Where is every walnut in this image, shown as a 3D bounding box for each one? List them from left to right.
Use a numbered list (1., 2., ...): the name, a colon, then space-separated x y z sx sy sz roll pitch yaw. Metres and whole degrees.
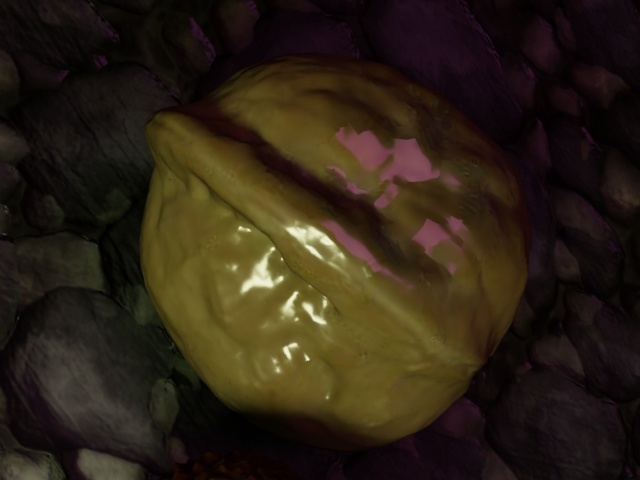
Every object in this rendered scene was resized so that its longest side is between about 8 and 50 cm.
1. walnut: 0.015 0.003 1.654 0.383 0.383 0.384 21 55 -33

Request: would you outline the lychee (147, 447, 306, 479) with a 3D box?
1. lychee: -0.068 0.312 1.452 0.304 0.275 0.276 -38 95 -28
